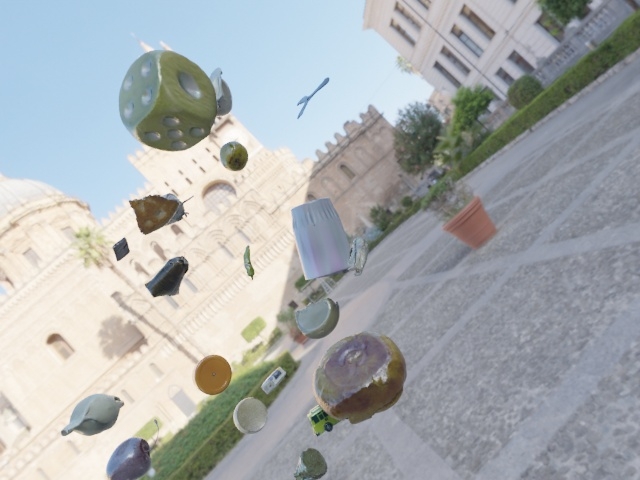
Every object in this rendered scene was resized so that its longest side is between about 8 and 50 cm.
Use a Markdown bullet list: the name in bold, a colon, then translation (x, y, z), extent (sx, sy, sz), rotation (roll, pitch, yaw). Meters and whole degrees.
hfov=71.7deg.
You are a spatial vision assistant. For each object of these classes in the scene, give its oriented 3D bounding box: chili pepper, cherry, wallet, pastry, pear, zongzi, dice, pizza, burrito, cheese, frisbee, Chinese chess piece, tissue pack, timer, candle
- **chili pepper**: translation (-0.334, 0.088, 2.039), extent (0.049, 0.208, 0.043), rotation (11, -45, -29)
- **cherry**: translation (-0.578, 0.649, 1.344), extent (0.148, 0.115, 0.188), rotation (-59, 28, 4)
- **wallet**: translation (-0.938, 0.042, 2.084), extent (0.082, 0.018, 0.157), rotation (-49, -6, -32)
- **pastry**: translation (0.135, 0.473, 1.556), extent (0.356, 0.164, 0.356), rotation (-25, 26, 13)
- **pear**: translation (-0.442, -0.429, 2.261), extent (0.148, 0.162, 0.149), rotation (-18, -41, -16)
- **zongzi**: translation (-0.698, 0.175, 2.180), extent (0.248, 0.111, 0.241), rotation (-45, -17, 6)
- **dice**: translation (-0.493, -0.445, 1.434), extent (0.233, 0.238, 0.226), rotation (-24, -22, 31)
- **pizza**: translation (-0.627, -0.109, 1.629), extent (0.182, 0.161, 0.062), rotation (-53, 32, 11)
- **burrito**: translation (0.115, 0.043, 1.356), extent (0.045, 0.058, 0.188), rotation (-56, 7, 34)
- **cheese**: translation (-0.001, 0.345, 1.988), extent (0.202, 0.175, 0.091), rotation (-34, -31, 10)
- **frisbee**: translation (-0.054, -0.554, 1.779), extent (0.211, 0.012, 0.187), rotation (-14, 45, 53)
- **Chinese chess piece**: translation (-0.247, 0.622, 1.573), extent (0.122, 0.122, 0.051), rotation (-40, -9, -38)
- **tissue pack**: translation (-0.164, 0.489, 1.547), extent (0.062, 0.042, 0.083), rotation (-54, -9, 26)
- **timer**: translation (-0.399, 0.470, 1.545), extent (0.132, 0.132, 0.152), rotation (-40, 9, -38)
- **candle**: translation (-0.906, -0.187, 2.631), extent (0.330, 0.187, 0.187), rotation (-18, 0, 12)

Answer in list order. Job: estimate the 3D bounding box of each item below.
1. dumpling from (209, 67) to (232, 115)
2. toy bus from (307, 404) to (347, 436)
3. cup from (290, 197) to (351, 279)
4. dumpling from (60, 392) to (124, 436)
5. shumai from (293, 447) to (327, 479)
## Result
- **dumpling**: translation (-0.491, -0.711, 2.121), extent (0.243, 0.227, 0.175), rotation (-9, -9, 37)
- **toy bus**: translation (0.036, 0.660, 1.685), extent (0.175, 0.101, 0.088), rotation (-28, -11, -15)
- **cup**: translation (0.000, 0.000, 2.124), extent (0.253, 0.372, 0.253), rotation (-18, -1, 0)
- **dumpling**: translation (-0.695, 0.539, 1.344), extent (0.155, 0.111, 0.181), rotation (-30, -37, 7)
- **shumai**: translation (-0.040, 0.757, 1.464), extent (0.087, 0.099, 0.123), rotation (-54, -26, 13)
